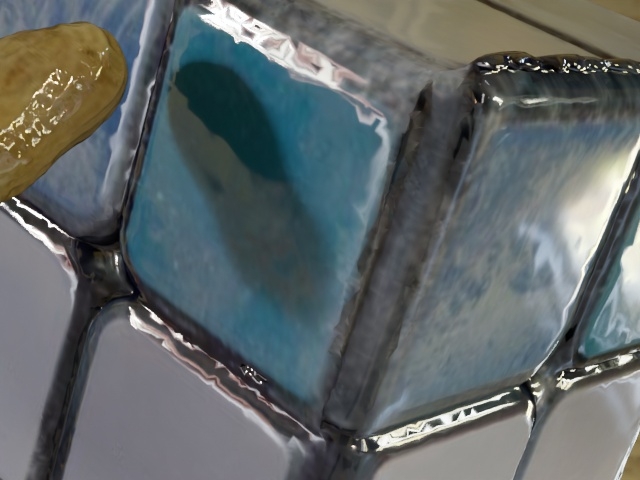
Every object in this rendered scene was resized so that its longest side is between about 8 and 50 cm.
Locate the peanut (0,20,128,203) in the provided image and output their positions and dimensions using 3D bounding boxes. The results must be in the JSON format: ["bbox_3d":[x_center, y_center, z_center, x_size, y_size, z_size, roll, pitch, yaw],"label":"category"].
[{"bbox_3d":[-0.122,-0.047,0.505,0.054,0.113,0.054,35,-31,25],"label":"peanut"}]

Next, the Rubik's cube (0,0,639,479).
[{"bbox_3d":[0.000,0.000,0.699,0.313,0.318,0.316,32,23,33],"label":"Rubik's cube"}]
